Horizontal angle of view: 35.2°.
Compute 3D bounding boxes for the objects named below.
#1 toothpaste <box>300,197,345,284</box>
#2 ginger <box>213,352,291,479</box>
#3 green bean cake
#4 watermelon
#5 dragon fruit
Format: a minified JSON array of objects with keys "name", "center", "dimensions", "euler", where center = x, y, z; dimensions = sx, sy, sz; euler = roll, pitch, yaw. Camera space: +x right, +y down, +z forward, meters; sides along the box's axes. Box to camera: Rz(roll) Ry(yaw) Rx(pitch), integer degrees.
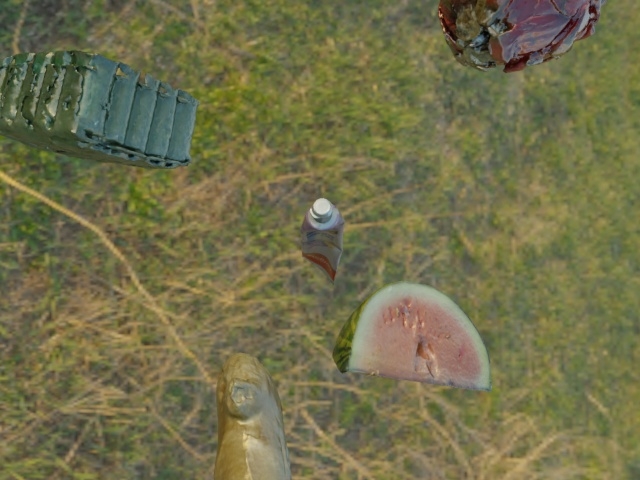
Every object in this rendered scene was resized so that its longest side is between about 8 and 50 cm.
[{"name":"toothpaste","center":[0.000,0.000,1.650],"dimensions":[0.301,0.075,0.048],"euler":[92,14,-70]},{"name":"ginger","center":[-0.034,0.111,0.502],"dimensions":[0.057,0.044,0.137],"euler":[31,35,-43]},{"name":"green bean cake","center":[-0.338,-0.182,1.461],"dimensions":[0.241,0.255,0.132],"euler":[12,85,-57]},{"name":"watermelon","center":[0.117,0.158,1.561],"dimensions":[0.303,0.128,0.159],"euler":[13,62,-38]},{"name":"dragon fruit","center":[0.335,-0.425,1.669],"dimensions":[0.342,0.277,0.278],"euler":[-30,112,-39]}]
